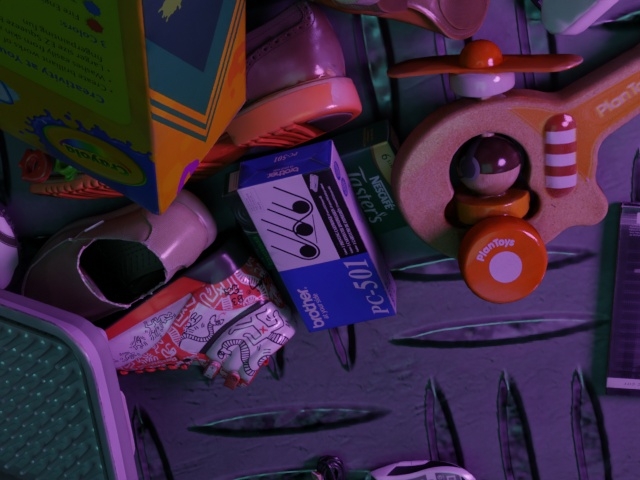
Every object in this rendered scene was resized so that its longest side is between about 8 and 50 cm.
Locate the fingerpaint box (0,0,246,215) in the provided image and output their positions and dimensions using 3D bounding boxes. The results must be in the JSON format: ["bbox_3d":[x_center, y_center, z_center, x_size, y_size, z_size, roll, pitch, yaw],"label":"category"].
[{"bbox_3d":[-0.284,-0.266,1.306,0.445,0.163,0.371,27,152,13],"label":"fingerpaint box"}]

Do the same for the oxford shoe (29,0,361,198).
[{"bbox_3d":[-0.136,-0.131,1.542,0.364,0.130,0.132,-17,84,21],"label":"oxford shoe"}]

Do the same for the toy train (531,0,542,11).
[{"bbox_3d":[0.183,-0.260,1.458,0.158,0.027,0.036,44,126,-14],"label":"toy train"}]

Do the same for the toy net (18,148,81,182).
[{"bbox_3d":[-0.284,-0.112,1.546,0.232,0.122,0.045,6,167,41],"label":"toy net"}]

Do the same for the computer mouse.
[{"bbox_3d":[0.087,0.279,1.735,0.193,0.042,0.106,-7,110,19],"label":"computer mouse"}]

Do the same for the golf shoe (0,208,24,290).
[{"bbox_3d":[-0.380,-0.023,1.622,0.077,0.094,0.198,-11,112,29],"label":"golf shoe"}]

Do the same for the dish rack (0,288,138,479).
[{"bbox_3d":[-0.322,0.163,1.660,0.333,0.072,0.285,15,125,34],"label":"dish rack"}]

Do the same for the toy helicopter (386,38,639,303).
[{"bbox_3d":[0.223,-0.123,1.474,0.355,0.140,0.235,-33,109,9],"label":"toy helicopter"}]

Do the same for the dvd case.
[{"bbox_3d":[0.381,0.065,1.592,0.165,0.018,0.221,3,116,7],"label":"dvd case"}]

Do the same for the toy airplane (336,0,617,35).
[{"bbox_3d":[0.148,-0.352,1.179,0.272,0.384,0.386,19,92,-34],"label":"toy airplane"}]

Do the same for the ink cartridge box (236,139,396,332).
[{"bbox_3d":[0.000,0.000,1.551,0.097,0.046,0.207,-13,131,15],"label":"ink cartridge box"}]

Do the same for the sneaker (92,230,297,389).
[{"bbox_3d":[-0.154,0.115,1.663,0.270,0.090,0.145,-33,105,19],"label":"sneaker"}]

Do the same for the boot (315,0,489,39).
[{"bbox_3d":[0.054,-0.241,1.452,0.152,0.197,0.073,20,100,39],"label":"boot"}]

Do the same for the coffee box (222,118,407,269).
[{"bbox_3d":[0.006,-0.044,1.571,0.184,0.040,0.113,-17,128,17],"label":"coffee box"}]

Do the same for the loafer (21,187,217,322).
[{"bbox_3d":[-0.226,0.027,1.607,0.268,0.092,0.102,-29,104,36],"label":"loafer"}]
